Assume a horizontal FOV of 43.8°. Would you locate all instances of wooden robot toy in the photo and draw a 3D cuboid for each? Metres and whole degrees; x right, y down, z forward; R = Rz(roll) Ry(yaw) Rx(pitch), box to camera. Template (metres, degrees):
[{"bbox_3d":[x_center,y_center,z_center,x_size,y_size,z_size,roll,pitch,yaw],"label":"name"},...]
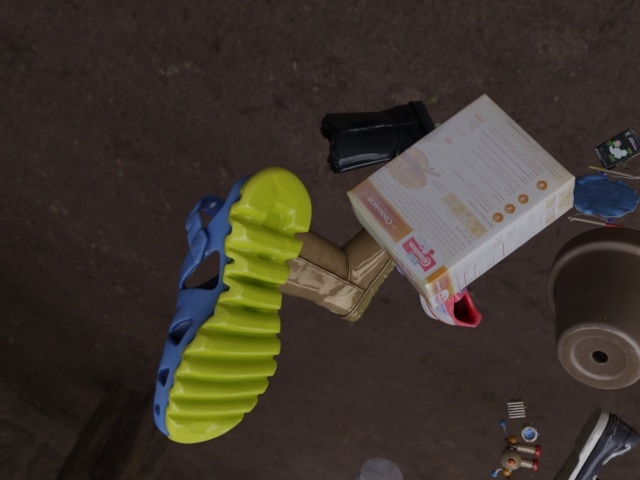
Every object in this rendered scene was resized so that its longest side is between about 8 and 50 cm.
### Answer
[{"bbox_3d":[0.336,0.361,1.353,0.076,0.174,0.079,9,-175,14],"label":"wooden robot toy"}]

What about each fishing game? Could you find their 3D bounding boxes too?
[{"bbox_3d":[0.732,-0.111,2.081,0.189,0.264,0.041,13,131,19],"label":"fishing game"}]

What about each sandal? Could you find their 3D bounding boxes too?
[{"bbox_3d":[-0.113,0.069,0.898,0.138,0.318,0.126,11,169,46],"label":"sandal"}]

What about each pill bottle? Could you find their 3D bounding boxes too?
[{"bbox_3d":[0.091,0.475,1.415,0.103,0.103,0.184,19,126,11],"label":"pill bottle"}]

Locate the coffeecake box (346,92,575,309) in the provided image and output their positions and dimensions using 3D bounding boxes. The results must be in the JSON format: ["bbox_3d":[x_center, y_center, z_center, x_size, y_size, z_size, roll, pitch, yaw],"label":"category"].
[{"bbox_3d":[0.145,-0.043,0.834,0.142,0.185,0.068,52,175,30],"label":"coffeecake box"}]

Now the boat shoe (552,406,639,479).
[{"bbox_3d":[0.344,0.318,1.036,0.064,0.075,0.206,25,106,9],"label":"boat shoe"}]

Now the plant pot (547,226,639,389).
[{"bbox_3d":[0.528,0.144,1.445,0.262,0.229,0.263,16,130,20],"label":"plant pot"}]

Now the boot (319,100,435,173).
[{"bbox_3d":[0.121,-0.143,1.447,0.207,0.247,0.094,-13,151,-12],"label":"boot"}]

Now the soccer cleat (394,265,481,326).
[{"bbox_3d":[0.234,0.067,1.606,0.116,0.109,0.318,22,156,43],"label":"soccer cleat"}]

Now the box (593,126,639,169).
[{"bbox_3d":[0.609,-0.185,1.616,0.083,0.062,0.052,-31,77,28],"label":"box"}]

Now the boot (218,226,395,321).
[{"bbox_3d":[0.000,0.000,1.320,0.269,0.236,0.089,27,180,-31],"label":"boot"}]
